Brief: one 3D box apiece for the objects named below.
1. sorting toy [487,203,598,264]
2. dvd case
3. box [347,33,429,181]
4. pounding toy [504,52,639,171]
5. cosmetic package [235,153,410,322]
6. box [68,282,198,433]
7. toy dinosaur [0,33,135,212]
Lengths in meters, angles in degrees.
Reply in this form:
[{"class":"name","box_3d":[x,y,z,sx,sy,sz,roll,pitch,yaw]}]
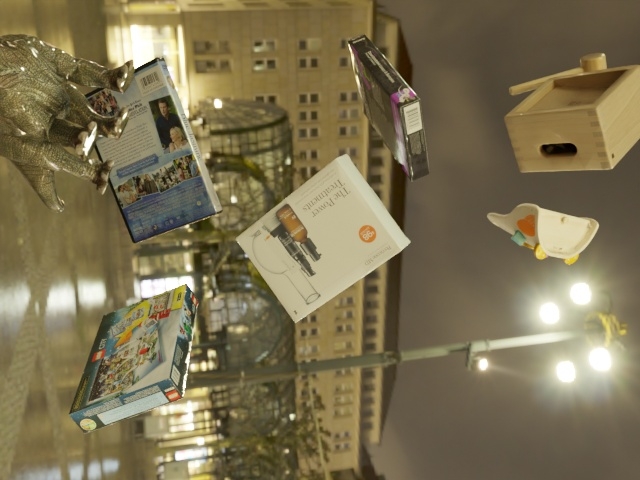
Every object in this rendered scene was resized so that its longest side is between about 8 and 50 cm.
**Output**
[{"class":"sorting toy","box_3d":[0.195,-0.011,0.639,0.075,0.083,0.045,26,-76,56]},{"class":"dvd case","box_3d":[-0.272,-0.136,1.095,0.022,0.180,0.253,-32,103,-62]},{"class":"box","box_3d":[0.083,-0.165,0.851,0.116,0.029,0.162,72,-8,-47]},{"class":"pounding toy","box_3d":[0.339,-0.171,0.930,0.181,0.206,0.094,4,-55,49]},{"class":"cosmetic package","box_3d":[0.000,0.000,1.822,0.284,0.377,0.097,53,26,0]},{"class":"box","box_3d":[-0.276,0.171,1.059,0.233,0.159,0.044,-96,162,-59]},{"class":"toy dinosaur","box_3d":[-0.256,-0.116,0.600,0.313,0.160,0.121,139,-28,-75]}]
